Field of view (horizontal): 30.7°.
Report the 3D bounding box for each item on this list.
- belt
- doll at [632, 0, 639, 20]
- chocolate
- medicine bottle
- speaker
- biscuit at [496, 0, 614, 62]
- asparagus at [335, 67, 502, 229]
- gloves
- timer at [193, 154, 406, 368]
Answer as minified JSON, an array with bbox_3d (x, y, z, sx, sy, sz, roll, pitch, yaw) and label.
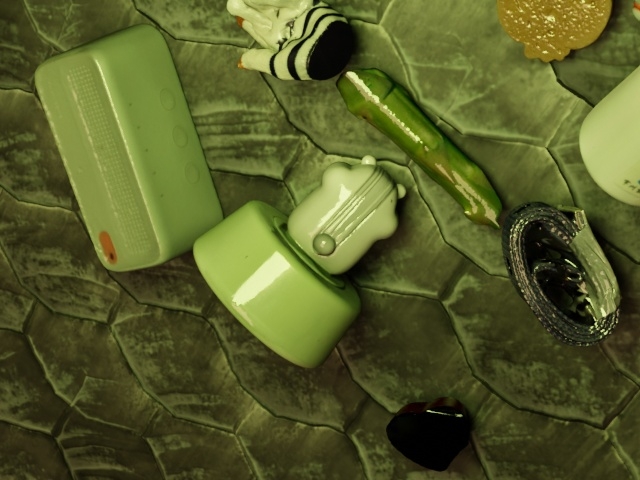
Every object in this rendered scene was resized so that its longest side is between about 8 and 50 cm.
[{"bbox_3d":[0.363,0.047,1.768,0.140,0.126,0.230,-30,94,4],"label":"belt"},{"bbox_3d":[0.527,-0.338,1.548,0.336,0.105,0.199,33,124,12],"label":"doll"},{"bbox_3d":[0.199,0.320,1.980,0.149,0.080,0.125,-19,111,24],"label":"chocolate"},{"bbox_3d":[0.485,-0.177,1.539,0.170,0.170,0.293,46,146,5],"label":"medicine bottle"},{"bbox_3d":[-0.331,-0.153,2.012,0.183,0.184,0.406,-12,102,30],"label":"speaker"},{"bbox_3d":[0.339,-0.339,1.681,0.170,0.050,0.170,12,121,20],"label":"biscuit"},{"bbox_3d":[0.165,-0.148,1.821,0.343,0.085,0.082,42,110,1],"label":"asparagus"},{"bbox_3d":[-0.051,-0.331,1.853,0.219,0.131,0.140,37,128,47],"label":"gloves"},{"bbox_3d":[0.000,0.000,1.886,0.315,0.291,0.291,-45,85,9],"label":"timer"}]
